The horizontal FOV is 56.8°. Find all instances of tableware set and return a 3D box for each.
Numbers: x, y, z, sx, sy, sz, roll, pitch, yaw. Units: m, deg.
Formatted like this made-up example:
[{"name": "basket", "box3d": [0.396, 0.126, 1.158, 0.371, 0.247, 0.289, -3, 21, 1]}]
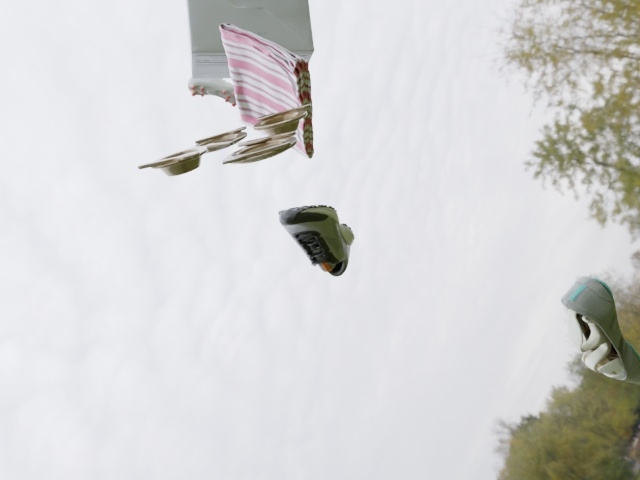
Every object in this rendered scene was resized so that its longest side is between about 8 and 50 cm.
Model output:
[{"name": "tableware set", "box3d": [-0.081, -0.094, 0.562, 0.168, 0.141, 0.020, -67, -36, -64]}]

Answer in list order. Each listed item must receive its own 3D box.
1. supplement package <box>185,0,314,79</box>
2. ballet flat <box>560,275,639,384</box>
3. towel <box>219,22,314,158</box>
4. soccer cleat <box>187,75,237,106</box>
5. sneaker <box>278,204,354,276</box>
[{"name": "supplement package", "box3d": [-0.164, -0.484, 1.321, 0.262, 0.145, 0.203, -4, -98, -13]}, {"name": "ballet flat", "box3d": [0.375, 0.137, 0.798, 0.068, 0.072, 0.213, -40, -62, -9]}, {"name": "towel", "box3d": [-0.076, -0.210, 0.860, 0.029, 0.144, 0.197, -49, -22, -25]}, {"name": "soccer cleat", "box3d": [-0.286, -0.444, 1.719, 0.068, 0.196, 0.076, 117, 163, -60]}, {"name": "sneaker", "box3d": [0.001, 0.000, 1.219, 0.271, 0.100, 0.107, 36, -129, -58]}]
